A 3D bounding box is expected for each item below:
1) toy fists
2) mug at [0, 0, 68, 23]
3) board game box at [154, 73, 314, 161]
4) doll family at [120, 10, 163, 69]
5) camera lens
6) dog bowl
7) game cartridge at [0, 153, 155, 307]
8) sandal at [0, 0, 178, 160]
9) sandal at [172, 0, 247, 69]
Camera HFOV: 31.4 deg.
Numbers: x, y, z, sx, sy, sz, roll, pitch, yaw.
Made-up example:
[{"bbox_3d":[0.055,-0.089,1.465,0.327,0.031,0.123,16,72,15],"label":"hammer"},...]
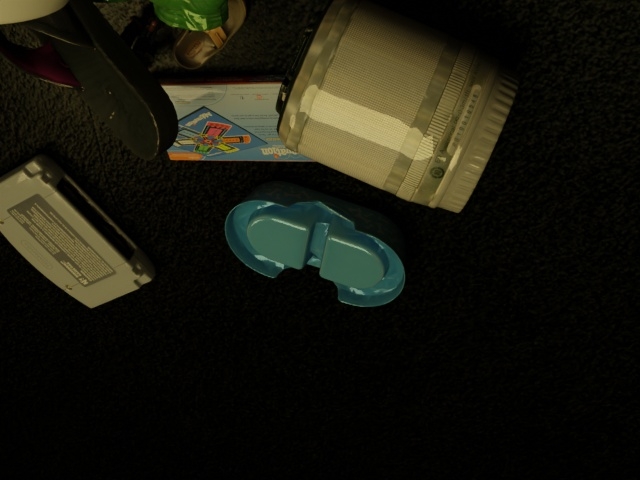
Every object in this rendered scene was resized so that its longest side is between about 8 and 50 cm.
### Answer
[{"bbox_3d":[-0.243,-0.376,1.515,0.279,0.096,0.142,20,132,22],"label":"toy fists"},{"bbox_3d":[-0.362,-0.430,1.346,0.374,0.276,0.328,13,122,23],"label":"mug"},{"bbox_3d":[-0.120,-0.183,1.714,0.281,0.027,0.145,2,131,22],"label":"board game box"},{"bbox_3d":[-0.278,-0.257,1.652,0.076,0.111,0.193,24,136,1],"label":"doll family"},{"bbox_3d":[0.094,-0.179,1.482,0.274,0.219,0.219,24,137,2],"label":"camera lens"},{"bbox_3d":[0.000,0.000,1.804,0.297,0.074,0.166,19,136,7],"label":"dog bowl"},{"bbox_3d":[-0.454,-0.010,2.012,0.198,0.062,0.297,-19,122,41],"label":"game cartridge"},{"bbox_3d":[-0.372,-0.279,1.565,0.446,0.107,0.167,45,148,16],"label":"sandal"},{"bbox_3d":[-0.161,-0.296,1.607,0.072,0.049,0.180,35,135,-11],"label":"sandal"}]
